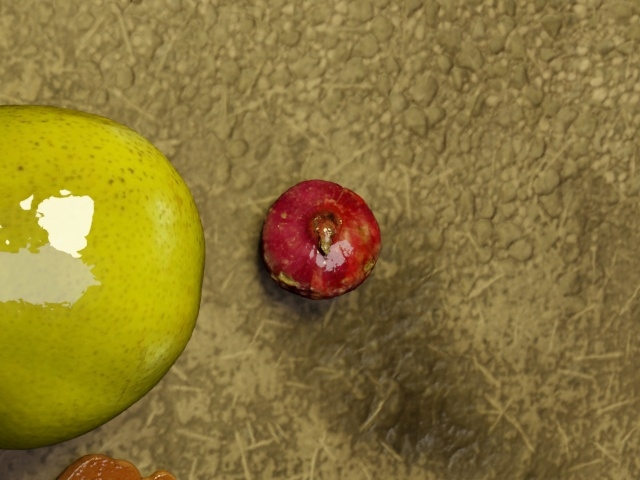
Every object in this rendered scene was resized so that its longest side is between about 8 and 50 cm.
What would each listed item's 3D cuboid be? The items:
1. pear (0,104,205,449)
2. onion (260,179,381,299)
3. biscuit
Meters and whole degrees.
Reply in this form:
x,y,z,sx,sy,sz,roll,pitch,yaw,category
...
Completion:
x,y,z,sx,sy,sz,roll,pitch,yaw,category
-0.226,0.027,1.536,0.294,0.294,0.294,-5,102,-24,pear
0.000,0.000,1.728,0.107,0.097,0.107,1,83,-11,onion
-0.185,0.237,1.729,0.130,0.019,0.102,11,96,-26,biscuit
